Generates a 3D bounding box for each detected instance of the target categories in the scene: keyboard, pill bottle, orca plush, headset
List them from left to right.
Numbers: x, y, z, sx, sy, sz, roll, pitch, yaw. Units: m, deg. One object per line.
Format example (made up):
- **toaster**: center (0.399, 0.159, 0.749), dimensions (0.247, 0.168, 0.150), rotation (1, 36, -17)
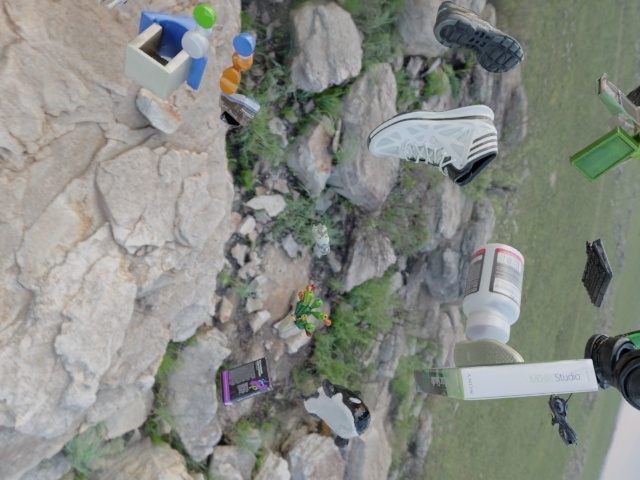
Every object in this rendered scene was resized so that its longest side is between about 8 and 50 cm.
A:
- **orca plush**: center (0.054, 0.397, 1.011), dimensions (0.102, 0.287, 0.151), rotation (-12, 69, -26)
- **pill bottle**: center (0.576, 0.180, 1.434), dimensions (0.176, 0.176, 0.318), rotation (62, 41, -41)
- **keyboard**: center (0.555, 0.059, 0.871), dimensions (0.180, 0.023, 0.108), rotation (51, 34, -54)
- **headset**: center (0.713, 0.324, 0.980), dimensions (0.394, 0.243, 0.185), rotation (-21, 93, -1)

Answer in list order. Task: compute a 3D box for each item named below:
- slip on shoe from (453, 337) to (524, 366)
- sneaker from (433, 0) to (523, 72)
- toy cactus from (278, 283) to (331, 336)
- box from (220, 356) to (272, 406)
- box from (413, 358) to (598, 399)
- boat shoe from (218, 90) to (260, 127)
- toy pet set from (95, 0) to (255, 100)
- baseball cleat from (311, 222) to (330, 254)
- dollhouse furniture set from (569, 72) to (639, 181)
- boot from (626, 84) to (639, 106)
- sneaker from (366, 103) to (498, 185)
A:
- **slip on shoe**: center (0.491, 0.342, 1.222), dimensions (0.331, 0.101, 0.123), rotation (123, -27, -79)
- **sneaker**: center (0.406, -0.522, 1.083), dimensions (0.267, 0.101, 0.106), rotation (18, 58, -22)
- **toy cactus**: center (-0.060, 0.256, 1.458), dimensions (0.180, 0.219, 0.112), rotation (-36, 125, 13)
- **box**: center (-0.241, 0.455, 1.384), dimensions (0.162, 0.116, 0.029), rotation (-20, 131, 0)
- **box**: center (0.340, 0.276, 0.857), dimensions (0.322, 0.232, 0.058), rotation (94, -8, -71)
- **boat shoe**: center (-0.202, -0.299, 0.982), dimensions (0.066, 0.183, 0.066), rotation (28, 92, -33)
- **toy pet set**: center (-0.106, -0.166, 0.337), dimensions (0.122, 0.114, 0.065), rotation (34, 57, -11)
- **baseball cleat**: center (0.000, 0.000, 1.845), dimensions (0.206, 0.072, 0.109), rotation (-96, -178, -71)
- **dollhouse furniture set**: center (0.352, -0.136, 0.529), dimensions (0.076, 0.058, 0.151), rotation (38, 48, -6)
- **boot**: center (0.538, -0.289, 0.594), dimensions (0.348, 0.131, 0.260), rotation (-66, 177, -61)
- **sneaker**: center (0.385, -0.311, 1.480), dimensions (0.169, 0.448, 0.257), rotation (59, 26, -57)
